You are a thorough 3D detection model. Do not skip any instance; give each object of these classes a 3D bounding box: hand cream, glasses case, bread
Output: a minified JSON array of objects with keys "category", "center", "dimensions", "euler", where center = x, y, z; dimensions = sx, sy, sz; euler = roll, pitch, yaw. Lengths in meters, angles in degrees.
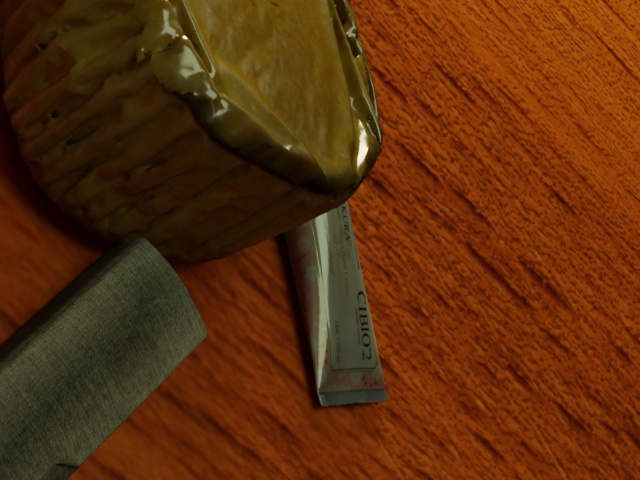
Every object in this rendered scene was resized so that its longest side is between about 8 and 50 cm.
[{"category":"hand cream","center":[0.000,0.000,1.166],"dimensions":[0.067,0.043,0.210],"euler":[2,72,-52]},{"category":"glasses case","center":[-0.133,0.075,0.946],"dimensions":[0.071,0.047,0.205],"euler":[56,36,-10]},{"category":"bread","center":[-0.079,-0.119,1.062],"dimensions":[0.227,0.142,0.253],"euler":[14,54,-44]}]
